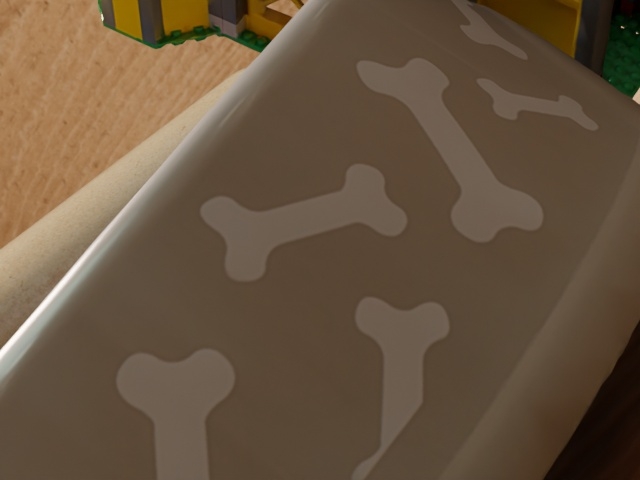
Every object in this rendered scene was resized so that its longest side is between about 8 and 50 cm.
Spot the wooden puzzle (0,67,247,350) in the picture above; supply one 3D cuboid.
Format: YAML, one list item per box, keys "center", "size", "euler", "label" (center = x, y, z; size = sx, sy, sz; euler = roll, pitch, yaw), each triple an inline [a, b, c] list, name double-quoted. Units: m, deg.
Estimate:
- center: [-0.157, 0.101, 0.795]
  size: [0.322, 0.080, 0.348]
  euler: [-41, -6, -29]
  label: "wooden puzzle"

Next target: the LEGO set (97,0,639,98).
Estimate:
- center: [0.063, -0.195, 0.627]
  size: [0.331, 0.255, 0.192]
  euler: [-44, -27, -28]
  label: "LEGO set"

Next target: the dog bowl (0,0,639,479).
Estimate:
- center: [-0.050, 0.064, 0.506]
  size: [0.349, 0.102, 0.349]
  euler: [-48, 4, 5]
  label: "dog bowl"
